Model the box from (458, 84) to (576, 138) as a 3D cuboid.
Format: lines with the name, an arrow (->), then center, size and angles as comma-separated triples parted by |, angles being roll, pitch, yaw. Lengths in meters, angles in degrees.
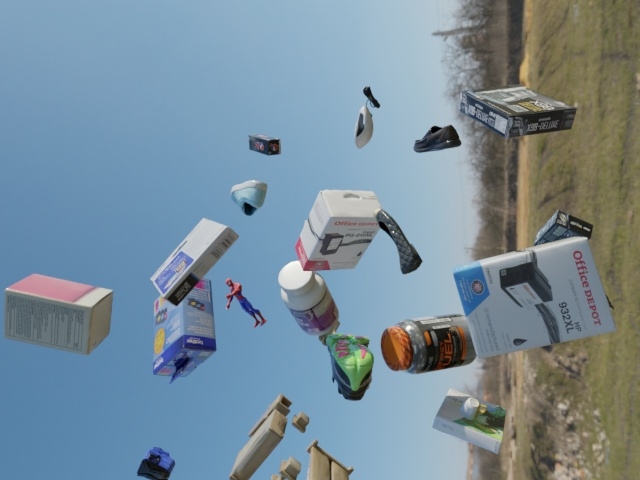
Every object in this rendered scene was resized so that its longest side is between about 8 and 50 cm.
box -> 0.654, -0.444, 1.568 | 0.307, 0.243, 0.076 | -114, 18, -55

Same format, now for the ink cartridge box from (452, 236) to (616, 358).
ink cartridge box -> 0.502, 0.136, 1.120 | 0.129, 0.308, 0.223 | 0, -105, -74

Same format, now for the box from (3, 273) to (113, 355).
box -> -0.710, 0.199, 1.262 | 0.127, 0.233, 0.148 | -83, 6, -74

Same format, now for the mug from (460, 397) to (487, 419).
mug -> 0.540, 0.588, 1.636 | 0.078, 0.062, 0.064 | -14, -46, -24

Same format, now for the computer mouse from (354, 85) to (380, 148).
computer mouse -> 0.142, -0.359, 1.374 | 0.106, 0.042, 0.192 | 44, -126, -60

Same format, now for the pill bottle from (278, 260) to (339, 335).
pill bottle -> -0.046, 0.212, 1.703 | 0.301, 0.169, 0.169 | 65, -146, -46

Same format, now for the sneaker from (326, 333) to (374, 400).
sneaker -> 0.102, 0.472, 1.754 | 0.483, 0.185, 0.202 | 14, -99, -85

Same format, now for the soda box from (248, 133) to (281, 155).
soda box -> -0.208, -0.356, 1.719 | 0.053, 0.169, 0.060 | -13, -66, -30

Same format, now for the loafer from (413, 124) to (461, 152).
loafer -> 0.369, -0.325, 1.467 | 0.220, 0.080, 0.078 | -167, 68, -68

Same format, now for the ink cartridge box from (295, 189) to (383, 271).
ink cartridge box -> 0.051, -0.023, 1.291 | 0.237, 0.172, 0.100 | -63, 38, 44

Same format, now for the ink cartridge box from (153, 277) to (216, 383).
ink cartridge box -> -0.552, 0.371, 1.864 | 0.151, 0.270, 0.395 | 17, -136, -38

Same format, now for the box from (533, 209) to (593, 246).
box -> 0.993, -0.019, 1.899 | 0.077, 0.147, 0.180 | -58, -12, -31

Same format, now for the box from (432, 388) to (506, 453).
box -> 0.571, 0.671, 1.750 | 0.322, 0.232, 0.058 | -5, -72, -66

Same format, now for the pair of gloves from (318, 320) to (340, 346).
pair of gloves -> 0.082, 0.483, 2.226 | 0.240, 0.042, 0.204 | 60, -148, -2

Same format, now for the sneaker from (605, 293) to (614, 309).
sneaker -> 0.777, 0.167, 1.390 | 0.272, 0.108, 0.100 | 18, -139, -29

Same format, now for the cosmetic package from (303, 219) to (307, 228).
cosmetic package -> 0.000, 0.000, 1.775 | 0.238, 0.127, 0.107 | -83, -22, -58

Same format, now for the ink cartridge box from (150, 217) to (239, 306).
ink cartridge box -> -0.443, 0.063, 1.598 | 0.072, 0.307, 0.303 | 44, -103, -23

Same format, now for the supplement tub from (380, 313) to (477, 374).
supplement tub -> 0.416, 0.397, 1.774 | 0.338, 0.207, 0.207 | -2, -84, -24

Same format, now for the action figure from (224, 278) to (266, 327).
action figure -> -0.392, 0.317, 2.232 | 0.139, 0.092, 0.280 | -41, -77, -46

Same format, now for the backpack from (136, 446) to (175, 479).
backpack -> -0.619, 0.859, 1.773 | 0.097, 0.120, 0.101 | -64, 0, 26

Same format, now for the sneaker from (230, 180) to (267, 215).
sneaker -> -0.373, -0.193, 2.291 | 0.366, 0.135, 0.150 | 166, 117, -66

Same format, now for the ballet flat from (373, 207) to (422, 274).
ballet flat -> 0.149, -0.005, 0.952 | 0.057, 0.049, 0.173 | 51, -172, -52

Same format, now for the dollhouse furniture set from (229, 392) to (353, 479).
dollhouse furniture set -> -0.039, 0.635, 1.232 | 0.173, 0.356, 0.303 | -51, 2, 6
